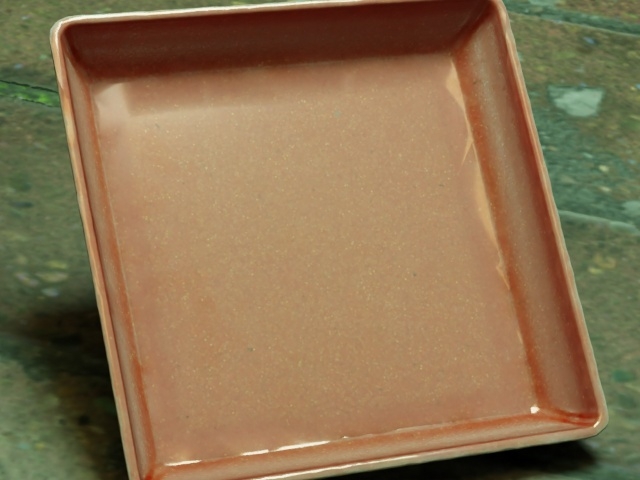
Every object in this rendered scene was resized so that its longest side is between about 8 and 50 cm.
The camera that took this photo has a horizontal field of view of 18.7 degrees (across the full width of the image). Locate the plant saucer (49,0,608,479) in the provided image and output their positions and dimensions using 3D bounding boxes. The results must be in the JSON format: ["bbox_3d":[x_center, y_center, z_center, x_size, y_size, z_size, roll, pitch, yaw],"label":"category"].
[{"bbox_3d":[0.000,0.000,1.023,0.259,0.048,0.258,-7,73,-19],"label":"plant saucer"}]
